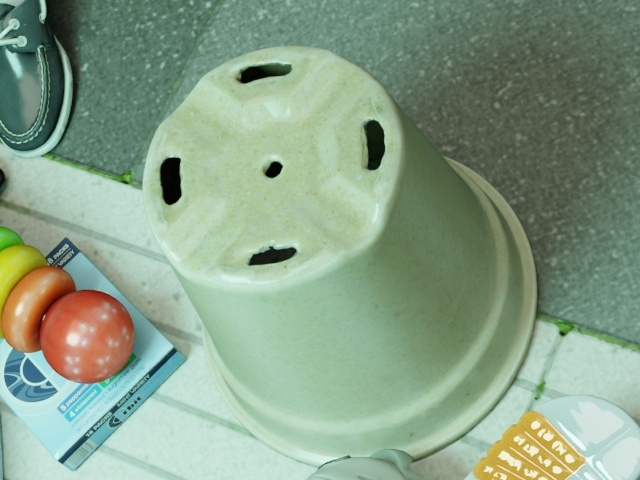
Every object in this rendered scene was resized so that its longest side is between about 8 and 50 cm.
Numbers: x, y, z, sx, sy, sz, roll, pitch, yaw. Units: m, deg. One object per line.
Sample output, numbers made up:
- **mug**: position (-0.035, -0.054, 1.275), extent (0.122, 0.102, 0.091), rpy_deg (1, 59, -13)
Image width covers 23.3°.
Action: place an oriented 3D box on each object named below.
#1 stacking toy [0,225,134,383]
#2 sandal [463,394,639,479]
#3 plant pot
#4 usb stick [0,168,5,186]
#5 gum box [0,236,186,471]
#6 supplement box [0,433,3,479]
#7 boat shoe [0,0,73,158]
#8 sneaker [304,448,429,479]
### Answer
- **stacking toy**: position (-0.324, 0.042, 1.510), extent (0.330, 0.141, 0.141), rpy_deg (28, 77, 22)
- **sandal**: position (0.171, 0.226, 1.338), extent (0.265, 0.076, 0.102), rpy_deg (-41, 65, 21)
- **plant pot**: position (0.000, 0.000, 1.364), extent (0.333, 0.305, 0.334), rpy_deg (-7, 64, 15)
- **usb stick**: position (-0.431, 0.025, 1.646), extent (0.077, 0.045, 0.278), rpy_deg (24, 75, 19)
- **gum box**: position (-0.250, 0.110, 1.546), extent (0.157, 0.041, 0.184), rpy_deg (-45, 61, -7)
- **supplement box**: position (-0.372, 0.258, 1.477), extent (0.114, 0.111, 0.220), rpy_deg (-14, 63, 11)
- **boat shoe**: position (-0.346, -0.239, 1.694), extent (0.114, 0.091, 0.303), rpy_deg (-19, 72, 12)
- **sneaker**: position (0.077, 0.323, 1.255), extent (0.122, 0.146, 0.330), rpy_deg (-45, 64, 23)
